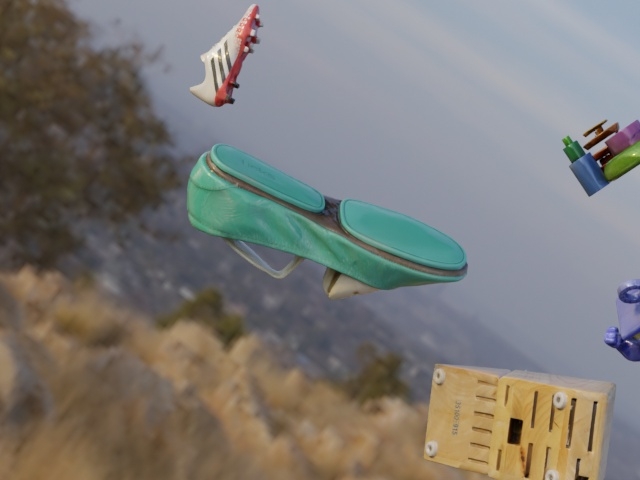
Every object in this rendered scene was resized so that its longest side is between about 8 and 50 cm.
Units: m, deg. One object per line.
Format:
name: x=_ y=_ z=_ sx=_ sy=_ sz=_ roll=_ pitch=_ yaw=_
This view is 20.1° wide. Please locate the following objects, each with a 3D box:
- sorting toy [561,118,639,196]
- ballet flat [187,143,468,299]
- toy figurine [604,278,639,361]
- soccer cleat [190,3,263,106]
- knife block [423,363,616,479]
sorting toy: x=0.191 y=-0.062 z=1.191 sx=0.042 sy=0.061 sz=0.102 roll=56 pitch=-7 yaw=3
ballet flat: x=0.000 y=0.000 z=1.527 sx=0.247 sy=0.087 sz=0.083 roll=22 pitch=28 yaw=-9
toy figurine: x=0.459 y=0.103 z=2.159 sx=0.217 sy=0.362 sz=0.191 roll=29 pitch=46 yaw=-22
soccer cleat: x=-0.069 y=-0.139 z=1.340 sx=0.035 sy=0.083 sz=0.029 roll=20 pitch=-5 yaw=12
knife block: x=0.226 y=0.166 z=1.598 sx=0.242 sy=0.088 sz=0.275 roll=7 pitch=-1 yaw=-34
